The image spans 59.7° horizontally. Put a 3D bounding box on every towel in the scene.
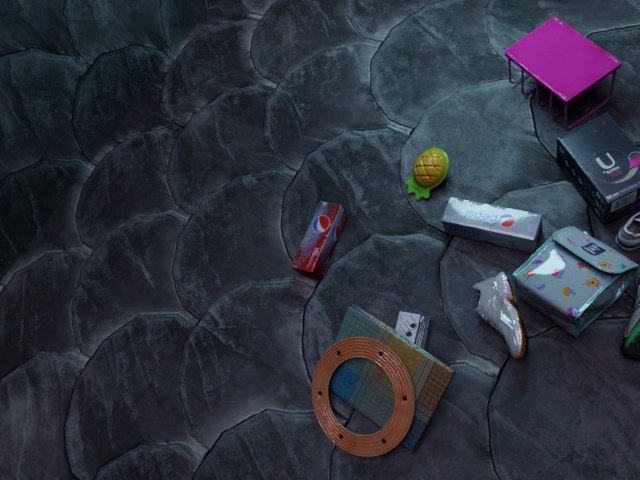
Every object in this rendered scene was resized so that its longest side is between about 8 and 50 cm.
[{"bbox_3d":[0.180,0.393,1.629,0.370,0.040,0.272,30,101,32],"label":"towel"}]

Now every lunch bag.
[{"bbox_3d":[0.705,0.096,1.544,0.262,0.160,0.223,-42,48,-7],"label":"lunch bag"}]

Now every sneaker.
[{"bbox_3d":[0.893,0.161,1.474,0.344,0.134,0.146,-57,22,-4],"label":"sneaker"},{"bbox_3d":[0.942,-0.066,1.568,0.235,0.095,0.090,-39,55,-2],"label":"sneaker"},{"bbox_3d":[0.514,0.224,1.606,0.121,0.099,0.263,-20,51,21],"label":"sneaker"}]

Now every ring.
[{"bbox_3d":[0.121,0.449,1.619,0.336,0.032,0.337,-4,83,32],"label":"ring"}]

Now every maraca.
[{"bbox_3d":[0.363,-0.226,1.893,0.127,0.099,0.186,44,112,35],"label":"maraca"}]

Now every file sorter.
[{"bbox_3d":[0.781,-0.539,1.825,0.202,0.182,0.291,-35,58,1],"label":"file sorter"}]

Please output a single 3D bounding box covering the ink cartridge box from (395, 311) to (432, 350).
[{"bbox_3d":[0.265,0.323,1.676,0.097,0.046,0.207,6,67,26],"label":"ink cartridge box"}]

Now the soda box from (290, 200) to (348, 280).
[{"bbox_3d":[0.000,0.000,1.930,0.092,0.083,0.263,15,72,29],"label":"soda box"}]

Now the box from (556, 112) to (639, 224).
[{"bbox_3d":[0.845,-0.213,1.654,0.165,0.143,0.270,-27,57,7],"label":"box"}]

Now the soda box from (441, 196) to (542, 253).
[{"bbox_3d":[0.529,-0.048,1.727,0.286,0.098,0.091,15,70,28],"label":"soda box"}]
